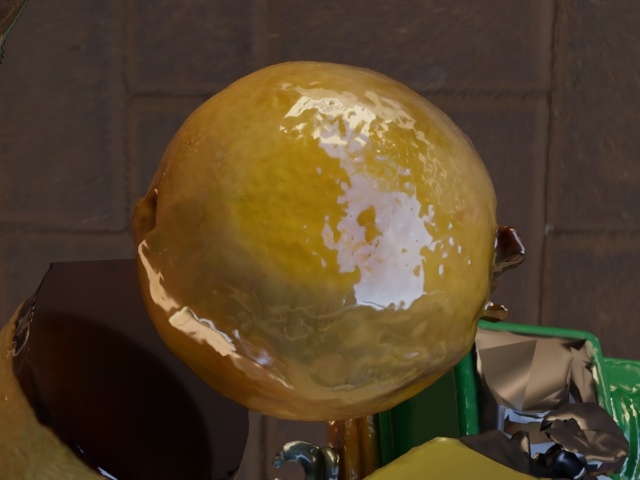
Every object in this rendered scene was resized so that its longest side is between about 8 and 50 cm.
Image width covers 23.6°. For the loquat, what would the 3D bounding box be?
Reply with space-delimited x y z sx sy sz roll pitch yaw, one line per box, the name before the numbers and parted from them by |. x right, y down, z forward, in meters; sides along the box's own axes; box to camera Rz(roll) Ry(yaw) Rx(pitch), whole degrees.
loquat | 0.000 0.000 0.958 0.238 0.193 0.238 5 71 -14

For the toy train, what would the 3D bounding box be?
toy train | 0.182 0.166 1.128 0.429 0.249 0.178 7 59 -18

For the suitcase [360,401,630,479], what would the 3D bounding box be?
suitcase | 0.016 0.156 0.273 0.143 0.235 0.194 29 116 25

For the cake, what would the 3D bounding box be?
cake | -0.167 0.135 1.050 0.185 0.208 0.178 27 133 -29

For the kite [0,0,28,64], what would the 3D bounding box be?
kite | -0.215 0.004 0.578 0.368 0.014 0.406 -38 53 26
